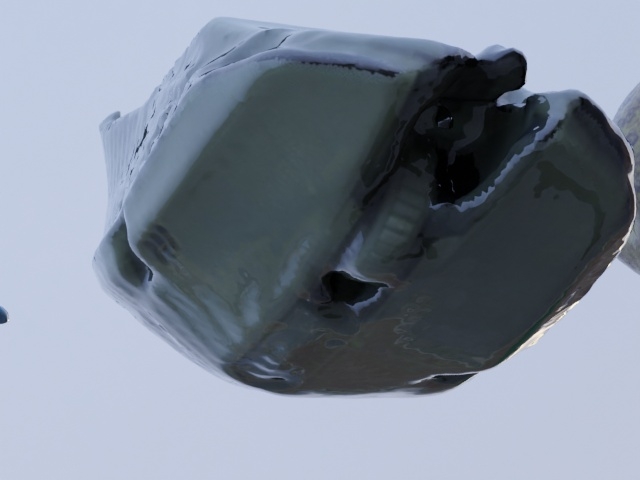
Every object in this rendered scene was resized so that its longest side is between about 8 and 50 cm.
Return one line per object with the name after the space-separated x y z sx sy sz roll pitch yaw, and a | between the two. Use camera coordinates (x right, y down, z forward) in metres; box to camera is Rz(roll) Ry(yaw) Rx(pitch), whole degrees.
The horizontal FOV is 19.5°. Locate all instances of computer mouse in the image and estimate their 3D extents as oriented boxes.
0.000 0.003 0.935 0.429 0.228 0.145 149 139 -70 | computer mouse

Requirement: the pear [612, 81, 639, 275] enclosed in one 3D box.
0.297 -0.050 1.405 0.197 0.197 0.197 -31 -30 -20 | pear

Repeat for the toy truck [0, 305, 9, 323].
-0.123 0.021 0.356 0.136 0.063 0.074 -9 -22 -1 | toy truck
